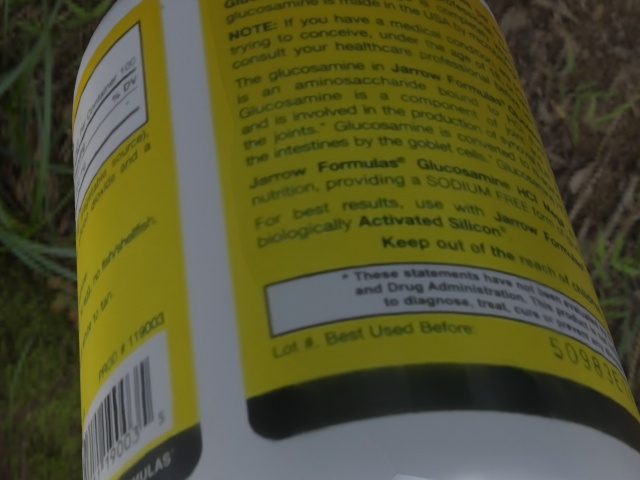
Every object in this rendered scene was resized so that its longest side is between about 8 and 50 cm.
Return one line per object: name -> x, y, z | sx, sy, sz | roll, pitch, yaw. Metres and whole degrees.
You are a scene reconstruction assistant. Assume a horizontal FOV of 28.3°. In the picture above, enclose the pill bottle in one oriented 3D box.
pill bottle -> 0.000, 0.000, 0.494 | 0.188, 0.334, 0.188 | -6, 141, -5
